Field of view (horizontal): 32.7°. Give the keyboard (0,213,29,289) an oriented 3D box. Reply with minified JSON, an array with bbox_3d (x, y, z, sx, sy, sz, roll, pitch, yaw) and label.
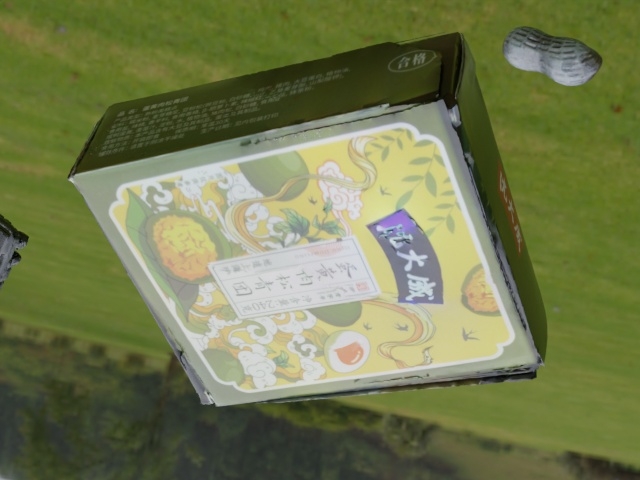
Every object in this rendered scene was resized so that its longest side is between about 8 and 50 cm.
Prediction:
[{"bbox_3d":[-0.283,-0.025,0.758,0.231,0.072,0.023,33,-168,32],"label":"keyboard"}]

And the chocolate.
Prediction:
[{"bbox_3d":[0.351,-0.282,1.663,0.167,0.072,0.072,29,-179,37],"label":"chocolate"}]

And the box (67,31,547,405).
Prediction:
[{"bbox_3d":[0.000,0.000,1.179,0.420,0.138,0.373,-10,128,20],"label":"box"}]
